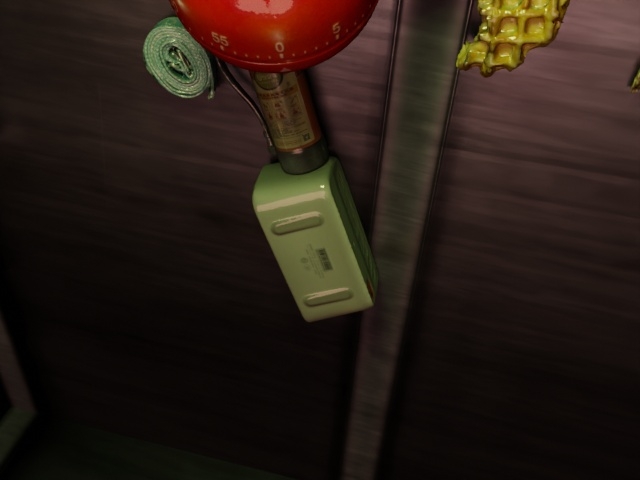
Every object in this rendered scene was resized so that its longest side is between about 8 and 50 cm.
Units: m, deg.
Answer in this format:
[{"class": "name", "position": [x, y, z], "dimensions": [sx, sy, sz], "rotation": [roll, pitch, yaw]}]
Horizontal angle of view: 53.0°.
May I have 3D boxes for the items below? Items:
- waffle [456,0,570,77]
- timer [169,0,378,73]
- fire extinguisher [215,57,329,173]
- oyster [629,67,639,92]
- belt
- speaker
[{"class": "waffle", "position": [0.292, -0.458, 1.119], "dimensions": [0.261, 0.151, 0.324], "rotation": [-30, 115, 37]}, {"class": "timer", "position": [-0.079, -0.470, 1.080], "dimensions": [0.377, 0.378, 0.279], "rotation": [15, 166, 6]}, {"class": "fire extinguisher", "position": [-0.112, -0.321, 1.357], "dimensions": [0.200, 0.113, 0.376], "rotation": [-10, 124, 9]}, {"class": "oyster", "position": [0.618, -0.317, 1.200], "dimensions": [0.093, 0.034, 0.051], "rotation": [-28, 131, 20]}, {"class": "belt", "position": [-0.302, -0.395, 1.389], "dimensions": [0.147, 0.082, 0.163], "rotation": [1, 124, 3]}, {"class": "speaker", "position": [0.000, 0.000, 1.545], "dimensions": [0.184, 0.183, 0.406], "rotation": [-11, 123, 17]}]
